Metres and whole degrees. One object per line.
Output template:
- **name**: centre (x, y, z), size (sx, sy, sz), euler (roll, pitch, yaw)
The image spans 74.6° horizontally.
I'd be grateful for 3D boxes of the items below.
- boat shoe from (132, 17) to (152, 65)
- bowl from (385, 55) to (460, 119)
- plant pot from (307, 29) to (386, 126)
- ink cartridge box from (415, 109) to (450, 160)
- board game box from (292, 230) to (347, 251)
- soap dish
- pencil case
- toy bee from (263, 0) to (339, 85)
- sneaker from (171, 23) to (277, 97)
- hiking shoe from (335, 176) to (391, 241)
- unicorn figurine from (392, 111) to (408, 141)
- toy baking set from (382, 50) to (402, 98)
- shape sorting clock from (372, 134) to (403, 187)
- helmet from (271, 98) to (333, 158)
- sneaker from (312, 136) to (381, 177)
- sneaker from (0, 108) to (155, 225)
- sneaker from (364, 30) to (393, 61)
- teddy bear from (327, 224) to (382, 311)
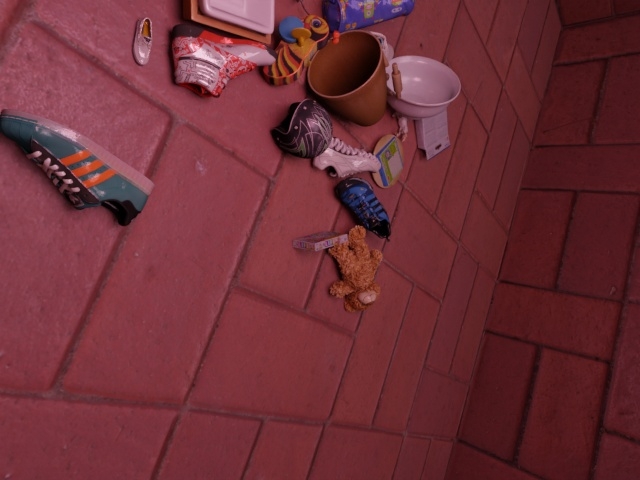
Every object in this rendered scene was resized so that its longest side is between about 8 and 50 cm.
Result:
- **boat shoe**: centre (-0.387, -0.439, 0.924), size (0.035, 0.035, 0.100), euler (5, 92, -48)
- **bowl**: centre (0.360, -0.553, 1.582), size (0.298, 0.297, 0.134), euler (-48, 162, -31)
- **plant pot**: centre (0.119, -0.483, 1.348), size (0.254, 0.237, 0.237), euler (39, 68, -58)
- **ink cartridge box**: centre (0.497, -0.494, 1.865), size (0.223, 0.045, 0.224), euler (-34, 121, -38)
- **board game box**: centre (0.000, 0.000, 1.366), size (0.154, 0.103, 0.026), euler (-17, 108, -45)
- **soap dish**: centre (-0.223, -0.644, 1.007), size (0.228, 0.118, 0.291), euler (-8, 103, -46)
- **pencil case**: centre (0.155, -0.747, 1.323), size (0.305, 0.119, 0.133), euler (-25, 138, -18)
- **toy bee**: centre (-0.037, -0.562, 1.167), size (0.195, 0.162, 0.299), euler (-66, 177, -73)
- **sneaker**: centre (-0.233, -0.424, 1.045), size (0.269, 0.090, 0.145), euler (-3, 99, -37)
- **hiking shoe**: centre (0.169, -0.115, 1.488), size (0.113, 0.132, 0.304), euler (-37, 137, 19)
- **unicorn figurine**: centre (0.331, -0.485, 1.686), size (0.111, 0.060, 0.162), euler (-34, 135, -50)
- **toy baking set**: centre (0.204, -0.563, 1.418), size (0.030, 0.197, 0.256), euler (-43, 151, -2)
- **shape sorting clock**: centre (0.262, -0.308, 1.645), size (0.206, 0.040, 0.207), euler (-16, 111, -47)
- **helmet**: centre (-0.043, -0.322, 1.223), size (0.169, 0.161, 0.170), euler (-10, 103, -46)
- **sneaker**: centre (0.087, -0.265, 1.427), size (0.292, 0.110, 0.119), euler (11, 96, -39)
- **sneaker**: centre (-0.476, -0.130, 0.826), size (0.302, 0.108, 0.121), euler (36, 66, -46)
- **sneaker**: centre (0.198, -0.673, 1.477), size (0.228, 0.092, 0.088), euler (-12, 104, -47)
- **teddy bear**: centre (0.135, 0.113, 1.528), size (0.245, 0.113, 0.339), euler (-14, 106, -43)
